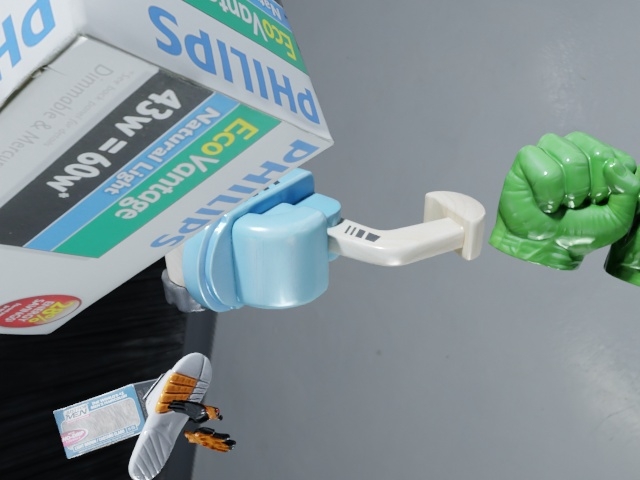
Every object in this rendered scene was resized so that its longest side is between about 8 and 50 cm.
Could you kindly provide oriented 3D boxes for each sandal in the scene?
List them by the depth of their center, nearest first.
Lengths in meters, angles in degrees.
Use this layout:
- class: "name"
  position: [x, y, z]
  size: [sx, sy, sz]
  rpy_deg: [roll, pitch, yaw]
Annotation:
- class: "sandal"
  position: [-0.313, 0.335, 1.367]
  size: [0.076, 0.102, 0.265]
  rpy_deg: [9, 62, 41]

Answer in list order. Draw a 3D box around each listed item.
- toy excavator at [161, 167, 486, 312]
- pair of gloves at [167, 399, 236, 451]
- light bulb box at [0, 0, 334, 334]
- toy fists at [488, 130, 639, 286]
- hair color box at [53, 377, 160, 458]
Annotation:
- class: "toy excavator"
  position: [0.000, 0.000, 1.185]
  size: [0.445, 0.432, 0.223]
  rpy_deg: [21, 126, 32]
- class: "pair of gloves"
  position: [-0.139, 0.217, 0.811]
  size: [0.074, 0.010, 0.083]
  rpy_deg: [1, 126, 29]
- class: "light bulb box"
  position: [-0.234, -0.160, 0.530]
  size: [0.357, 0.225, 0.361]
  rpy_deg: [-31, 68, 27]
- class: "toy fists"
  position: [0.323, -0.029, 0.746]
  size: [0.096, 0.279, 0.142]
  rpy_deg: [-120, 44, -72]
- class: "hair color box"
  position: [-0.448, 0.391, 1.566]
  size: [0.173, 0.347, 0.105]
  rpy_deg: [-19, 82, -4]
